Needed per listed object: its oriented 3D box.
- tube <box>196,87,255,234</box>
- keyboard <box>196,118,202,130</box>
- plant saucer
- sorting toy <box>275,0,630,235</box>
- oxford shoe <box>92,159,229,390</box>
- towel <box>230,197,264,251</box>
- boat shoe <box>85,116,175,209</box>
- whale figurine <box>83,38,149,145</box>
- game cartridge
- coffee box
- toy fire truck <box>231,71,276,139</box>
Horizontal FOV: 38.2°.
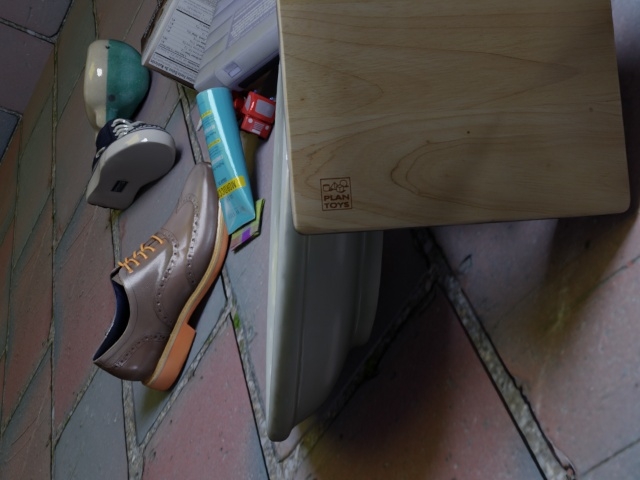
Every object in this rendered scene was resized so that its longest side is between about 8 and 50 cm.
[{"bbox_3d":[-0.135,-0.118,1.345,0.080,0.052,0.207,-31,70,57],"label":"tube"},{"bbox_3d":[-0.167,-0.294,1.572,0.072,0.014,0.256,-39,30,44],"label":"keyboard"},{"bbox_3d":[0.000,0.000,0.930,0.400,0.101,0.400,-177,90,-86],"label":"plant saucer"},{"bbox_3d":[0.095,-0.137,0.735,0.089,0.257,0.255,147,119,-82],"label":"sorting toy"},{"bbox_3d":[-0.235,0.039,1.389,0.130,0.133,0.363,4,76,63],"label":"oxford shoe"},{"bbox_3d":[-0.106,-0.022,1.330,0.083,0.009,0.060,-32,45,49],"label":"towel"},{"bbox_3d":[-0.375,-0.188,1.799,0.340,0.127,0.158,-29,55,53],"label":"boat shoe"},{"bbox_3d":[-0.457,-0.319,2.074,0.216,0.141,0.272,-101,16,-46],"label":"whale figurine"},{"bbox_3d":[-0.046,-0.361,1.341,0.355,0.068,0.230,-25,49,44],"label":"game cartridge"},{"bbox_3d":[-0.211,-0.443,1.672,0.297,0.119,0.168,-58,24,21],"label":"coffee box"},{"bbox_3d":[-0.108,-0.237,1.433,0.192,0.047,0.135,34,103,63],"label":"toy fire truck"}]
